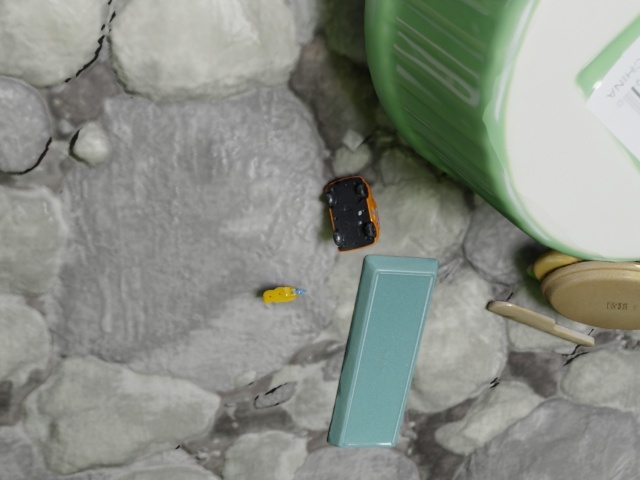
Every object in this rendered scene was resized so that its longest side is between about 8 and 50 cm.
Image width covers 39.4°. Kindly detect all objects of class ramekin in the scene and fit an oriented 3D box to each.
[{"bbox_3d":[0.193,-0.133,0.553,0.303,0.148,0.303,-11,126,-15],"label":"ramekin"}]

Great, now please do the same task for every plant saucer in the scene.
[{"bbox_3d":[0.055,0.103,0.780,0.067,0.018,0.192,3,113,-16],"label":"plant saucer"}]

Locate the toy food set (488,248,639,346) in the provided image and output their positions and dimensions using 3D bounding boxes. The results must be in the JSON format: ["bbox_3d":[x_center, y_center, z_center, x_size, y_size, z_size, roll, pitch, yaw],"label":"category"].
[{"bbox_3d":[0.242,0.035,0.736,0.132,0.192,0.038,22,63,-21],"label":"toy food set"}]

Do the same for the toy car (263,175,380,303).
[{"bbox_3d":[0.000,0.000,0.718,0.122,0.060,0.040,-34,164,22],"label":"toy car"}]
